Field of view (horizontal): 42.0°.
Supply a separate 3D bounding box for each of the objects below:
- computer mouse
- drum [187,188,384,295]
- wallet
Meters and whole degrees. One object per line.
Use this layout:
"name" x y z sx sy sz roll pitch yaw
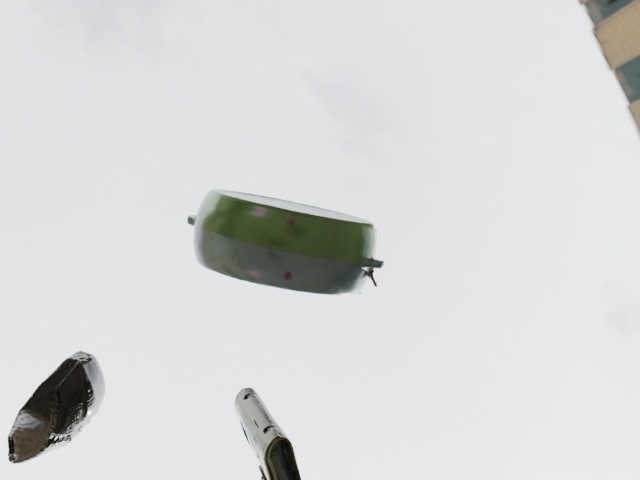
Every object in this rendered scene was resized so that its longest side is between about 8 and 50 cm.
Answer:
"computer mouse" -0.287 0.192 0.925 0.062 0.192 0.106 39 -141 2
"drum" -0.021 -0.004 0.599 0.130 0.253 0.049 12 -85 2
"wallet" -0.058 0.245 0.957 0.039 0.155 0.110 -21 -75 -13
